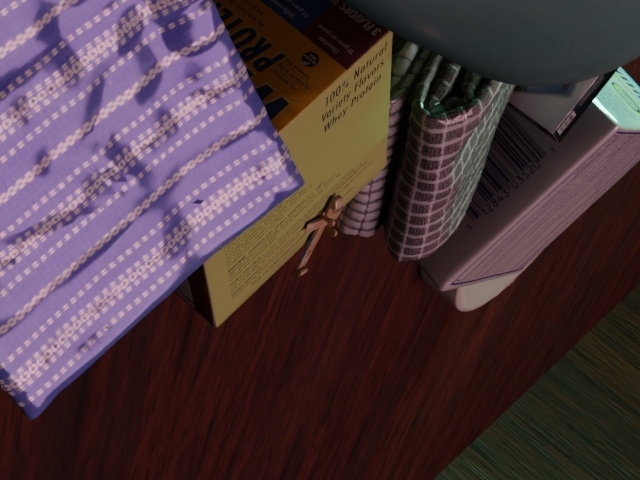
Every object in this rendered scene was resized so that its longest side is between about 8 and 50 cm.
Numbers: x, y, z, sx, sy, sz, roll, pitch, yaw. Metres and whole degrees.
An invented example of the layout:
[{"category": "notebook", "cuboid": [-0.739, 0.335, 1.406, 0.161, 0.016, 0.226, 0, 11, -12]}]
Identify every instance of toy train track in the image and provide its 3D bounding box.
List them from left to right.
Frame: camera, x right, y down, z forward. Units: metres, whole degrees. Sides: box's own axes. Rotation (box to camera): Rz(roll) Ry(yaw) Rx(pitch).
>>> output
[{"category": "toy train track", "cuboid": [0.000, 0.000, 1.180, 0.048, 0.014, 0.083, -28, 153, -50]}]

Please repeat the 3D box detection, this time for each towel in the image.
[{"category": "towel", "cuboid": [-0.149, -0.077, 0.856, 0.243, 0.040, 0.336, -42, 134, -18]}, {"category": "towel", "cuboid": [0.122, -0.149, 1.337, 0.283, 0.121, 0.235, -60, 167, -28]}]

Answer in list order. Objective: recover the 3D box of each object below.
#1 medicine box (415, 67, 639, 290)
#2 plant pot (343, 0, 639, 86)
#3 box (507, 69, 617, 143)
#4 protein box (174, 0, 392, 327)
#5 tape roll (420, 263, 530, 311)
[{"category": "medicine box", "cuboid": [0.230, -0.091, 1.698, 0.263, 0.149, 0.289, -45, 166, 21]}, {"category": "plant pot", "cuboid": [0.090, -0.255, 0.933, 0.235, 0.293, 0.293, 5, 124, -51]}, {"category": "box", "cuboid": [0.246, -0.237, 1.506, 0.233, 0.159, 0.044, -52, 160, 4]}, {"category": "protein box", "cuboid": [-0.063, -0.080, 1.117, 0.200, 0.136, 0.201, -44, 161, -18]}, {"category": "tape roll", "cuboid": [0.286, -0.072, 2.063, 0.392, 0.072, 0.392, -44, 162, -19]}]
